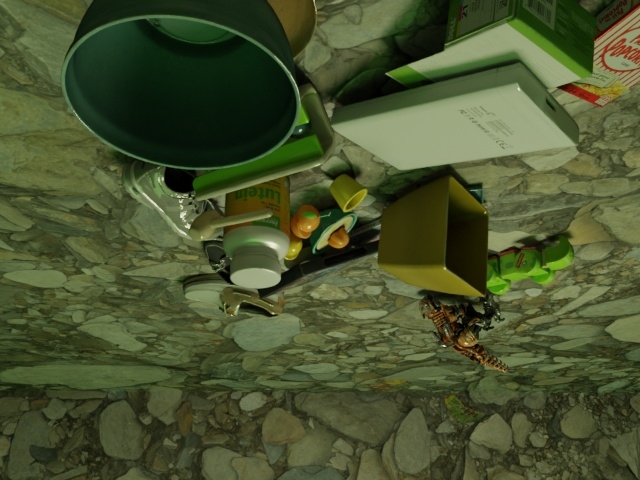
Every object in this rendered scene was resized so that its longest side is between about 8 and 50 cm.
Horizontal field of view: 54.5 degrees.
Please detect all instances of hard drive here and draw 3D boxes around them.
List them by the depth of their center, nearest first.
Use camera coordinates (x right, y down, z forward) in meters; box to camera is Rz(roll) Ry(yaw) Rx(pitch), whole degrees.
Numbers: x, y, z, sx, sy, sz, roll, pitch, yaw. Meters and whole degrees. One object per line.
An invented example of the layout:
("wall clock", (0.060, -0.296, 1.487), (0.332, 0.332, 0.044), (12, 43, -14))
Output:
("hard drive", (0.226, -0.198, 1.075), (0.353, 0.047, 0.233), (-4, 162, 43))

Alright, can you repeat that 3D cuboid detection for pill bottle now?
("pill bottle", (-0.131, -0.033, 1.283), (0.136, 0.245, 0.136), (-1, 153, -1))

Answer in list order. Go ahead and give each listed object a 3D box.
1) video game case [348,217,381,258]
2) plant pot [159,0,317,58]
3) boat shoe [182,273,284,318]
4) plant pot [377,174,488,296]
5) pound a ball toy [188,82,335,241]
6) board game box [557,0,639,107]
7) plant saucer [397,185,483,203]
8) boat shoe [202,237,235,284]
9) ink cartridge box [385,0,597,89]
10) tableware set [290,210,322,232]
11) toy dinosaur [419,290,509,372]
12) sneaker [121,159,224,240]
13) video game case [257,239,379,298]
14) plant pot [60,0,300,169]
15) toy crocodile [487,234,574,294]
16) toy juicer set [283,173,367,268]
("video game case", (0.188, -0.003, 1.602), (0.183, 0.023, 0.201), (-23, 146, 36))
("plant pot", (-0.123, -0.339, 0.918), (0.236, 0.032, 0.236), (-1, 154, 0))
("boat shoe", (-0.255, 0.168, 1.833), (0.302, 0.103, 0.113), (3, 153, -7))
("plant pot", (0.247, 0.003, 1.401), (0.187, 0.212, 0.212), (-8, 154, 37))
("pound a ball toy", (-0.128, -0.142, 1.154), (0.319, 0.136, 0.208), (-14, 115, 24))
("board game box", (0.476, -0.305, 0.994), (0.147, 0.045, 0.193), (13, 150, -26))
("plant saucer", (0.276, -0.096, 1.431), (0.192, 0.018, 0.067), (-7, 152, 10))
("boat shoe", (-0.258, 0.057, 1.655), (0.075, 0.065, 0.206), (-6, 153, 9))
("ink cartridge box", (0.254, -0.295, 0.958), (0.189, 0.097, 0.255), (19, 165, -34))
("tableware set", (-0.050, -0.033, 1.537), (0.141, 0.020, 0.168), (-4, 152, 6))
("toy dinosaur", (0.452, 0.282, 1.946), (0.322, 0.218, 0.164), (56, 149, -11))
("sneaker", (-0.286, -0.084, 1.332), (0.115, 0.105, 0.281), (-17, 149, 28))
("video game case", (-0.001, 0.073, 1.578), (0.248, 0.035, 0.275), (-16, 172, -30))
("plant pot", (-0.174, -0.256, 0.827), (0.293, 0.196, 0.293), (-2, 153, -1))
("toy crocodile", (0.520, 0.072, 1.698), (0.115, 0.105, 0.340), (22, 150, -39))
("toy juicer set", (0.000, 0.000, 1.423), (0.209, 0.089, 0.329), (-36, 163, -20))
